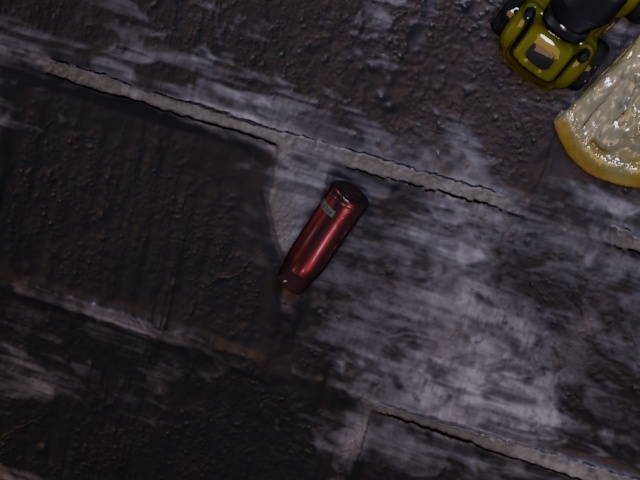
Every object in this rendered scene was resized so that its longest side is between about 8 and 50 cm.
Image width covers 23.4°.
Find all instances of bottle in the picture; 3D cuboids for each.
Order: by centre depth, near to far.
[{"bbox_3d":[0.000,0.000,2.039,0.060,0.060,0.164,35,114,1],"label":"bottle"}]

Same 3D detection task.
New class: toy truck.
[{"bbox_3d":[0.298,-0.271,1.801,0.147,0.165,0.224,38,114,-1],"label":"toy truck"}]

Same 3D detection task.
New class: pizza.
[{"bbox_3d":[0.416,-0.172,1.877,0.181,0.034,0.262,36,114,1],"label":"pizza"}]
